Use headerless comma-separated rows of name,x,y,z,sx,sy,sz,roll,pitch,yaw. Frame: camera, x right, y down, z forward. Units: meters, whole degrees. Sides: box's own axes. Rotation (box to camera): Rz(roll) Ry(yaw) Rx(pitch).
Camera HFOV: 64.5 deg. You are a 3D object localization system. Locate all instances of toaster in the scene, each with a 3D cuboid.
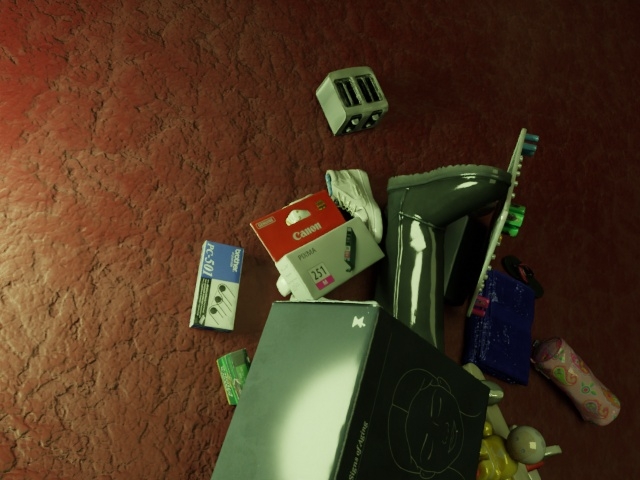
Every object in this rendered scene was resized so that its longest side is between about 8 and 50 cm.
toaster,0.092,-0.424,1.524,0.168,0.110,0.186,-18,80,-28

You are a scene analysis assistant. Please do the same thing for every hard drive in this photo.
hard drive,0.393,0.057,1.443,0.172,0.054,0.255,25,82,-46

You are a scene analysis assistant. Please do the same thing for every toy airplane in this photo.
toy airplane,0.467,0.540,1.257,0.386,0.272,0.384,38,44,6

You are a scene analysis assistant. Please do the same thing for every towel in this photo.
towel,0.543,0.251,1.505,0.227,0.076,0.308,22,65,-14

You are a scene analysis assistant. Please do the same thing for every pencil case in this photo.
pencil case,0.761,0.419,1.522,0.284,0.124,0.124,46,61,-2

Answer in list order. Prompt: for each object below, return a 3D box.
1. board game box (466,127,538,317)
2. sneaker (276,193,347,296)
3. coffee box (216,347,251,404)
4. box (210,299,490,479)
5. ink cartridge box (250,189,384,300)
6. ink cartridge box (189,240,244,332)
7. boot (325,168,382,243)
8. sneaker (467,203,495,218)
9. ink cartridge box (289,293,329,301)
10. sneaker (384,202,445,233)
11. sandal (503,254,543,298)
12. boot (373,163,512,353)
board game box,0.496,-0.041,1.381,0.050,0.390,0.390,17,47,15
sneaker,-0.064,0.000,1.319,0.169,0.108,0.292,42,52,-3
coffee box,-0.182,0.302,1.111,0.040,0.184,0.113,-15,80,-23
box,0.078,0.432,1.017,0.472,0.297,0.480,40,59,-39
ink cartridge box,0.000,0.000,1.254,0.275,0.060,0.239,-28,84,-40
ink cartridge box,-0.249,0.112,1.226,0.097,0.046,0.207,13,67,-20
boot,0.084,-0.095,1.402,0.123,0.095,0.258,0,50,-16
sneaker,0.409,-0.140,1.550,0.240,0.091,0.126,3,61,-3
ink cartridge box,-0.022,0.252,1.251,0.158,0.092,0.218,24,66,-14
sneaker,0.321,-0.031,1.456,0.281,0.162,0.106,40,62,-6
sandal,0.659,0.110,1.623,0.179,0.040,0.067,44,61,-4
boot,0.282,0.059,1.238,0.146,0.367,0.445,14,81,-31
